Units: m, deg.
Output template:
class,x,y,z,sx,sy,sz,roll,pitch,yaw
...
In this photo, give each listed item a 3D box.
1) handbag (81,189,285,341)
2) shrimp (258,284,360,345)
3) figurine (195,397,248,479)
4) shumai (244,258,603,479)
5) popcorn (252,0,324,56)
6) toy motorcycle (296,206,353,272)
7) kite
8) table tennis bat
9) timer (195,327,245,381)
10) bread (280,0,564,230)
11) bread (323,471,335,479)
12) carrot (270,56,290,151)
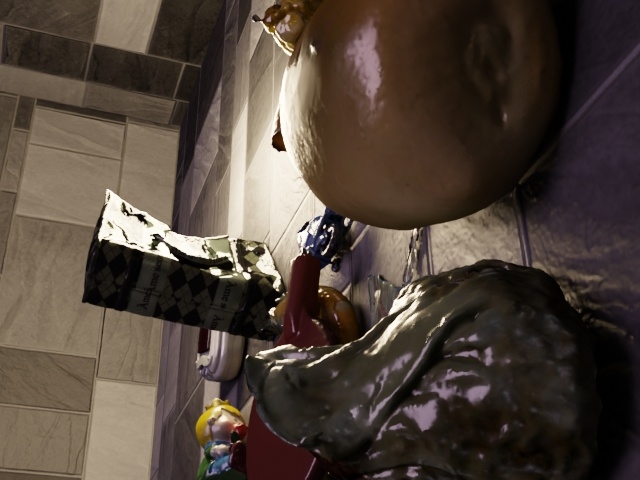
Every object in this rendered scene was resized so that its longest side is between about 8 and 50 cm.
class,x,y,z,sx,sy,sz,roll,pitch,yaw
handbag,-0.296,0.054,2.031,0.316,0.416,0.180,-105,33,-62
shrimp,-0.027,0.207,1.630,0.445,0.085,0.272,-173,87,-69
figurine,-0.198,0.426,2.001,0.185,0.127,0.234,-50,18,37
shumai,0.084,0.146,0.904,0.330,0.289,0.291,163,117,-73
popcorn,-0.025,-0.431,1.870,0.140,0.163,0.194,-44,-2,19
toy motorcycle,0.000,0.000,1.658,0.205,0.076,0.114,137,146,-63
kite,0.119,0.093,1.308,0.335,0.011,0.314,-160,81,-72
table tennis bat,-0.040,0.213,1.425,0.268,0.051,0.414,-38,40,50
timer,-0.250,0.231,2.315,0.262,0.087,0.237,148,129,-69
bread,0.097,-0.187,1.124,0.376,0.253,0.348,177,98,-75
bread,0.000,0.427,1.353,0.337,0.102,0.183,-136,57,-69
carrot,-0.047,-0.312,1.946,0.102,0.102,0.263,135,142,-63
